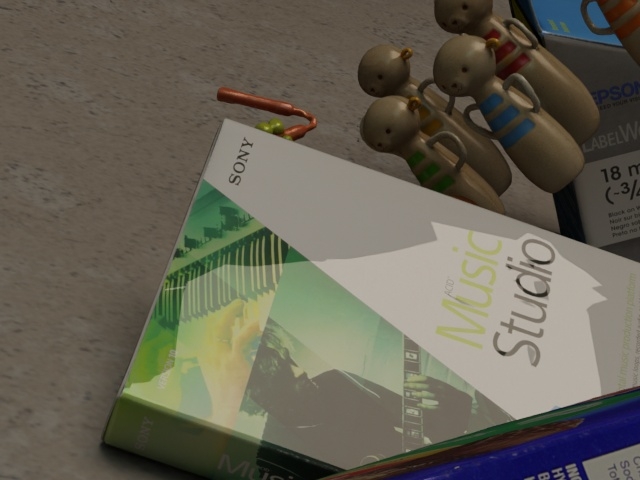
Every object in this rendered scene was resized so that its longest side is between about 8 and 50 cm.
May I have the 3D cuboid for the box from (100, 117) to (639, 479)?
[{"bbox_3d":[0.058,0.069,0.945,0.322,0.058,0.232,18,47,-3],"label":"box"}]

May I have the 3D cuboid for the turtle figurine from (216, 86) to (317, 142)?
[{"bbox_3d":[0.000,0.000,1.131,0.269,0.087,0.217,41,20,2],"label":"turtle figurine"}]

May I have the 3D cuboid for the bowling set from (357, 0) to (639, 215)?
[{"bbox_3d":[0.105,-0.091,1.115,0.154,0.287,0.200,47,48,-5],"label":"bowling set"}]

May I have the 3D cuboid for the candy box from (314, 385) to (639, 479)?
[{"bbox_3d":[0.064,0.127,0.558,0.317,0.122,0.268,-10,-10,-32],"label":"candy box"}]

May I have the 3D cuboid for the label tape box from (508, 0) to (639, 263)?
[{"bbox_3d":[0.230,-0.121,1.319,0.106,0.334,0.241,-14,22,5],"label":"label tape box"}]
